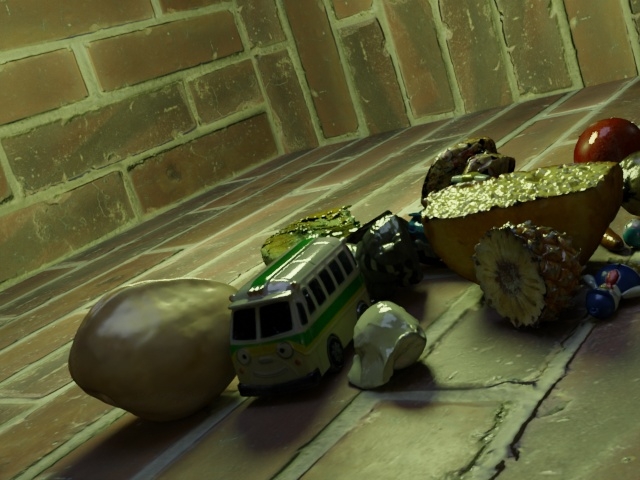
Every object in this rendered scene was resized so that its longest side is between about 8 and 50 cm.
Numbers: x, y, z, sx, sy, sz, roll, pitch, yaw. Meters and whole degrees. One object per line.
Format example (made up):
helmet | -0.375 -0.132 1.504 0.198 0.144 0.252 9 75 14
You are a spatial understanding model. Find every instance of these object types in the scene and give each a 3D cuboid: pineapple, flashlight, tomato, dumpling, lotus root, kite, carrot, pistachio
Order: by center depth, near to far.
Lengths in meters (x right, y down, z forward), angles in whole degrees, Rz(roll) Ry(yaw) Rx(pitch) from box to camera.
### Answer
dumpling | 0.090 0.161 1.335 0.134 0.100 0.169 -54 32 6
pineapple | 0.332 0.039 1.337 0.137 0.161 0.176 -17 -10 -26
pistachio | -0.253 0.167 1.429 0.309 0.230 0.230 -26 15 -40
flashlight | 0.577 -0.020 1.521 0.129 0.051 0.051 -10 13 7
carrot | 0.498 -0.020 1.632 0.043 0.043 0.248 -17 14 2
lotus root | 0.639 -0.115 1.659 0.214 0.138 0.138 -17 12 0
kite | 0.093 0.013 1.774 0.323 0.013 0.268 -14 -25 -26
tomato | 0.622 -0.181 1.926 0.167 0.167 0.167 -17 12 4

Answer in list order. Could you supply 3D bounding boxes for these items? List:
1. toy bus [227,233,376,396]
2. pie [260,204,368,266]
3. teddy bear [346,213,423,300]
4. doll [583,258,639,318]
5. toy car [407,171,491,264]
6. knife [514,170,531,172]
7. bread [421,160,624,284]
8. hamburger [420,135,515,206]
toy bus | -0.032 0.114 1.454 0.143 0.179 0.305 -11 14 26
pie | 0.000 0.000 2.152 0.296 0.078 0.371 -22 14 -14
teddy bear | 0.081 0.064 1.670 0.251 0.144 0.171 -29 -28 25
doll | 0.423 0.073 1.307 0.099 0.058 0.143 12 34 37
toy car | 0.318 -0.056 1.765 0.314 0.166 0.198 -24 18 -31
knife | 0.515 -0.165 2.296 0.054 0.015 0.212 -36 22 -34
bread | 0.341 -0.012 1.500 0.340 0.179 0.194 -10 16 21
hamburger | 0.318 -0.116 1.937 0.231 0.231 0.107 -25 53 -30
